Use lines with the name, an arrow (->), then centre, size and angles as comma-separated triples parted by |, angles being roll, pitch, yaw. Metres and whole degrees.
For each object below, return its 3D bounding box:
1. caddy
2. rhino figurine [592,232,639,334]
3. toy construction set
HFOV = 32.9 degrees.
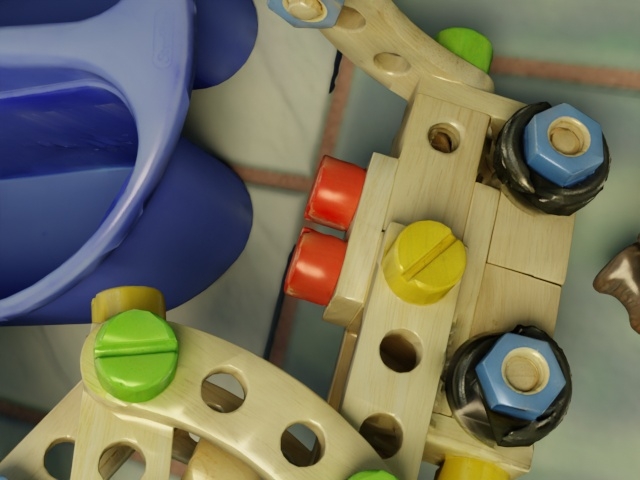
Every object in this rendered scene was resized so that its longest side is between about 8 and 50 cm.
caddy -> -0.194, -0.070, 0.579 | 0.341, 0.179, 0.241 | -5, 78, 26
rhino figurine -> 0.231, -0.023, 0.418 | 0.243, 0.073, 0.106 | -42, 75, 12
toy construction set -> 0.000, 0.000, 0.439 | 0.215, 0.151, 0.328 | 17, 82, -3
